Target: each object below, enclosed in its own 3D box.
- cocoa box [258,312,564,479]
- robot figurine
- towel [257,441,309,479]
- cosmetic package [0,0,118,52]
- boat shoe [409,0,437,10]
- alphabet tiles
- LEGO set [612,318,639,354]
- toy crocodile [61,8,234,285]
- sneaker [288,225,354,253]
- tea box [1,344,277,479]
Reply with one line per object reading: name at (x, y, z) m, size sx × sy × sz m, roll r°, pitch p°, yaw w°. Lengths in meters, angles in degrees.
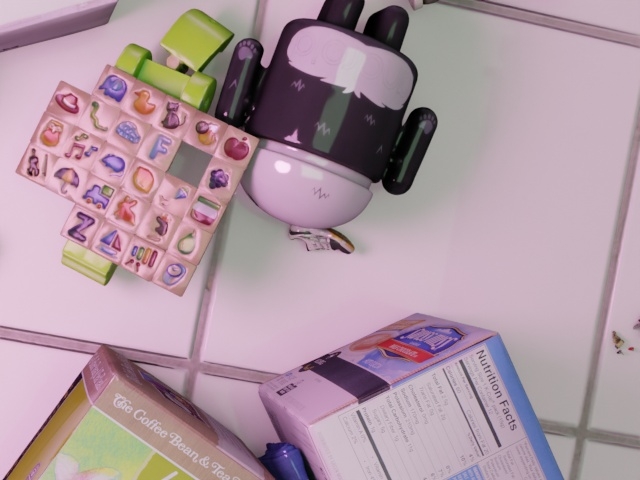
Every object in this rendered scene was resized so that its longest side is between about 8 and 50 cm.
cocoa box at (0.100, 0.234, 1.701) m, size 0.228 × 0.347 × 0.231 m, roll -26°, pitch 95°, yaw -9°
robot figurine at (0.009, -0.150, 1.766) m, size 0.209 × 0.173 × 0.278 m, roll 19°, pitch 87°, yaw 27°
towel at (0.022, 0.380, 1.720) m, size 0.040 × 0.243 × 0.336 m, roll -27°, pitch 86°, yaw -12°
cosmetic package at (-0.363, -0.446, 1.657) m, size 0.161 × 0.230 × 0.453 m, roll -17°, pitch 95°, yaw -10°
boat shoe at (0.127, -0.429, 1.809) m, size 0.091 × 0.109 × 0.305 m, roll -6°, pitch 89°, yaw -5°
alphabet tiles at (-0.216, -0.077, 1.709) m, size 0.237 × 0.009 × 0.198 m, roll 27°, pitch 92°, yaw 7°
LEGO set at (0.411, 0.120, 1.920) m, size 0.083 × 0.023 × 0.054 m, roll -34°, pitch 97°, yaw -8°
toy crocodile at (-0.203, -0.112, 1.766) m, size 0.115 × 0.105 × 0.340 m, roll 22°, pitch 90°, yaw 7°
sneaker at (0.000, 0.000, 1.841) m, size 0.083 × 0.032 × 0.037 m, roll 27°, pitch 100°, yaw -5°
tea box at (-0.238, 0.311, 1.651) m, size 0.220 × 0.329 × 0.323 m, roll 36°, pitch 86°, yaw -9°
